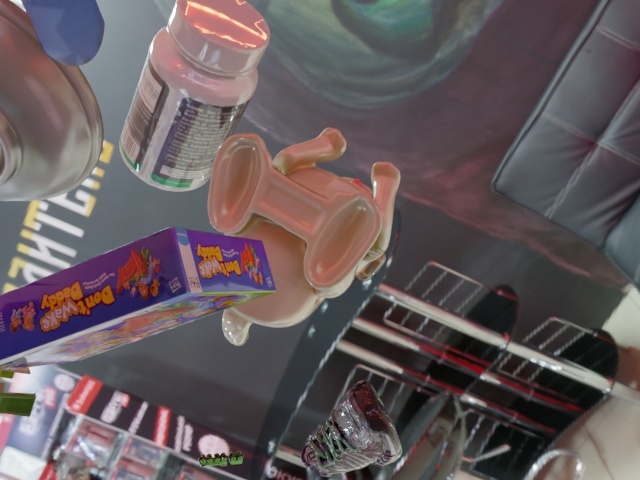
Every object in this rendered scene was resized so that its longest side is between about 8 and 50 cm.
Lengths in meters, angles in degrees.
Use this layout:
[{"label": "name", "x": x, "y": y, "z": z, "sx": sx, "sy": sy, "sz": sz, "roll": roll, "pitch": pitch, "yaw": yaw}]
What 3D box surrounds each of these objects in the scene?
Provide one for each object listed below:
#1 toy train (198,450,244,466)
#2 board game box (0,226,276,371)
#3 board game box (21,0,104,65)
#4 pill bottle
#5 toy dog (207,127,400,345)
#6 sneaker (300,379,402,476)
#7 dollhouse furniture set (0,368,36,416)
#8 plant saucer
[{"label": "toy train", "x": -0.180, "y": 0.397, "z": 1.189, "sx": 0.017, "sy": 0.083, "sz": 0.024, "roll": -116, "pitch": 32, "yaw": -55}, {"label": "board game box", "x": -0.263, "y": 0.083, "z": 0.855, "sx": 0.233, "sy": 0.346, "sz": 0.078, "roll": 10, "pitch": -119, "yaw": -69}, {"label": "board game box", "x": -0.314, "y": -0.284, "z": 0.753, "sx": 0.133, "sy": 0.033, "sz": 0.169, "roll": -68, "pitch": -31, "yaw": -53}, {"label": "pill bottle", "x": -0.242, "y": -0.278, "z": 1.248, "sx": 0.361, "sy": 0.204, "sz": 0.204, "roll": -52, "pitch": 15, "yaw": 43}, {"label": "toy dog", "x": 0.000, "y": 0.000, "z": 1.195, "sx": 0.408, "sy": 0.284, "sz": 0.396, "roll": -23, "pitch": -49, "yaw": -68}, {"label": "sneaker", "x": 0.026, "y": 0.220, "z": 0.707, "sx": 0.224, "sy": 0.098, "sz": 0.083, "roll": 84, "pitch": 160, "yaw": -62}, {"label": "dollhouse furniture set", "x": -0.538, "y": 0.248, "z": 1.140, "sx": 0.151, "sy": 0.058, "sz": 0.076, "roll": 26, "pitch": 98, "yaw": 56}, {"label": "plant saucer", "x": -0.511, "y": -0.174, "z": 0.904, "sx": 0.400, "sy": 0.400, "sz": 0.101, "roll": 124, "pitch": 162, "yaw": -48}]
